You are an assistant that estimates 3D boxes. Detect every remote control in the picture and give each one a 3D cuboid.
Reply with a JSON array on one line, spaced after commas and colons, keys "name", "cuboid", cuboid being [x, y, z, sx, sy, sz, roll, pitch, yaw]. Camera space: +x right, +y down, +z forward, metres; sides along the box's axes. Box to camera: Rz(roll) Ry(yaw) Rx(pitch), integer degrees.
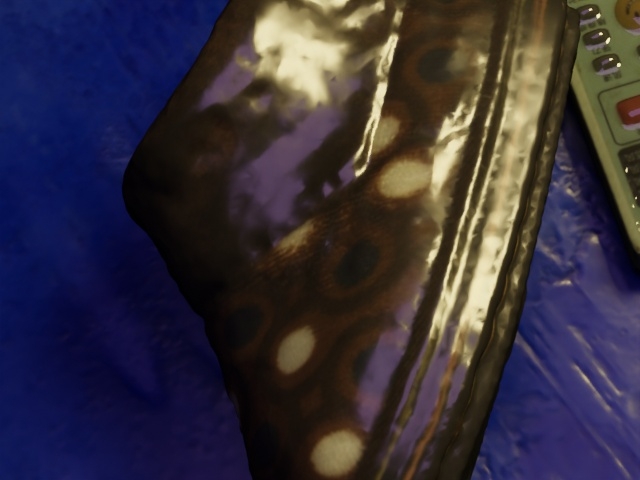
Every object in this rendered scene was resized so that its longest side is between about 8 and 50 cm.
[{"name": "remote control", "cuboid": [0.212, -0.122, 0.877, 0.123, 0.038, 0.285, -15, 66, 3]}]

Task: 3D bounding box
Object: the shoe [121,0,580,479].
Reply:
[{"name": "shoe", "cuboid": [0.000, 0.000, 0.785, 0.237, 0.171, 0.384, 13, 69, 7]}]
